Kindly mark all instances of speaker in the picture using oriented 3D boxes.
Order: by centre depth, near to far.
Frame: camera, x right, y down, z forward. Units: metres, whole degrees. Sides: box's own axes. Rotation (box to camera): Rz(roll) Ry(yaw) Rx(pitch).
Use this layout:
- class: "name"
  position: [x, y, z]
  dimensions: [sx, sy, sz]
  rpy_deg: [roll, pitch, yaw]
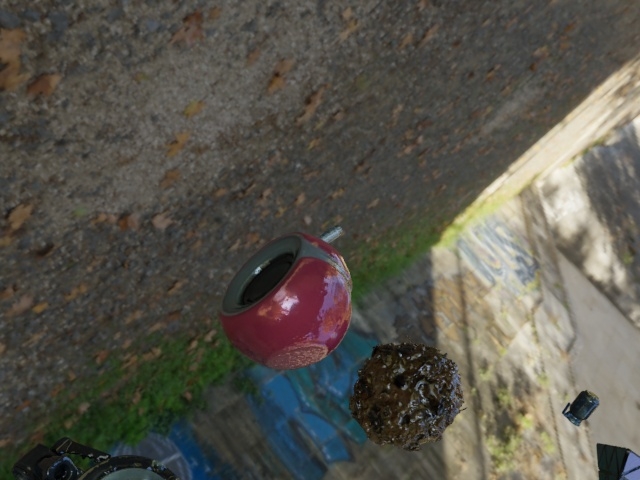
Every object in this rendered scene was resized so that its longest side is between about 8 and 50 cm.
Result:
- class: "speaker"
  position: [-0.069, 0.121, 1.431]
  dimensions: [0.294, 0.294, 0.294]
  rpy_deg: [-38, 170, -8]

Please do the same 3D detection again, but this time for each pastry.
- class: "pastry"
  position: [0.200, 0.360, 1.562]
  dimensions: [0.275, 0.275, 0.193]
  rpy_deg: [-39, 153, 2]

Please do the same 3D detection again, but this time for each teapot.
- class: "teapot"
  position: [0.607, 0.391, 1.573]
  dimensions: [0.063, 0.049, 0.083]
  rpy_deg: [11, 116, -52]

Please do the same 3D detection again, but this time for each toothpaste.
- class: "toothpaste"
  position: [0.000, 0.000, 1.970]
  dimensions: [0.239, 0.062, 0.039]
  rpy_deg: [-31, 128, -60]

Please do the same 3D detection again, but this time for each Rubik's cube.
- class: "Rubik's cube"
  position: [0.746, 0.530, 1.574]
  dimensions: [0.190, 0.211, 0.178]
  rpy_deg: [-5, 135, 15]

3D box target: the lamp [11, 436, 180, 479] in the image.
- class: "lamp"
  position: [-0.315, 0.473, 1.059]
  dimensions: [0.272, 0.374, 0.205]
  rpy_deg: [-23, -164, 46]
